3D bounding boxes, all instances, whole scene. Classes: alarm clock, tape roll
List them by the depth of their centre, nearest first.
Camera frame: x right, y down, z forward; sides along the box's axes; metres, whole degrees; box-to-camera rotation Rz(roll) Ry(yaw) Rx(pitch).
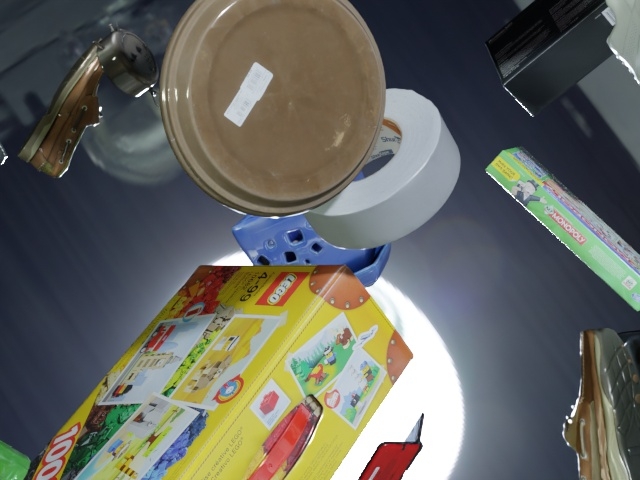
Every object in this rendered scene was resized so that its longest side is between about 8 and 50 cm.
[{"bbox_3d":[0.067,-0.095,1.357,0.219,0.219,0.072,-35,-49,2],"label":"tape roll"},{"bbox_3d":[-0.365,-0.340,2.075,0.064,0.192,0.129,-27,24,22],"label":"alarm clock"}]

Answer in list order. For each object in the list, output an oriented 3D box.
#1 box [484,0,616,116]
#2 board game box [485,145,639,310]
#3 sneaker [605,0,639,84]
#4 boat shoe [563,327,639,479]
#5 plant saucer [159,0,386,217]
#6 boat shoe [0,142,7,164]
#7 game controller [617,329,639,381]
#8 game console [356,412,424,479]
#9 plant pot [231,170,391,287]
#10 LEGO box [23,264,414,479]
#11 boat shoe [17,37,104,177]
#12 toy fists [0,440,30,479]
[{"bbox_3d":[0.442,-0.375,1.896,0.261,0.103,0.184,-39,31,22],"label":"box"},{"bbox_3d":[0.413,-0.028,1.696,0.046,0.317,0.213,-48,-9,17],"label":"board game box"},{"bbox_3d":[0.478,-0.275,1.531,0.090,0.232,0.115,-33,28,-28],"label":"sneaker"},{"bbox_3d":[0.443,0.303,1.664,0.119,0.324,0.122,-18,-22,38],"label":"boat shoe"},{"bbox_3d":[-0.042,-0.162,1.165,0.277,0.278,0.041,-32,20,-19],"label":"plant saucer"},{"bbox_3d":[-0.602,-0.226,1.758,0.091,0.302,0.114,-36,-28,-23],"label":"boat shoe"},{"bbox_3d":[0.597,0.302,1.793,0.166,0.319,0.067,-13,12,32],"label":"game controller"},{"bbox_3d":[0.116,0.371,1.813,0.124,0.085,0.144,7,-54,-28],"label":"game console"},{"bbox_3d":[0.000,0.000,1.983,0.235,0.212,0.236,-25,8,15],"label":"plant pot"},{"bbox_3d":[-0.166,0.274,1.454,0.372,0.193,0.500,-2,42,51],"label":"LEGO box"},{"bbox_3d":[-0.517,-0.278,2.218,0.307,0.104,0.110,-58,21,-5],"label":"boat shoe"},{"bbox_3d":[-0.488,0.287,1.393,0.096,0.142,0.279,-60,19,-17],"label":"toy fists"}]
